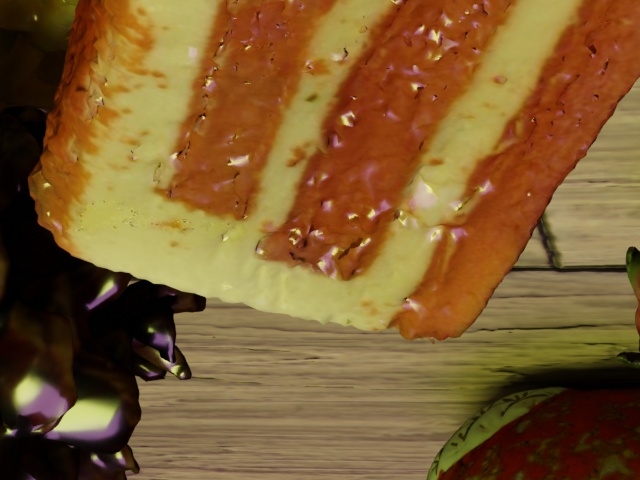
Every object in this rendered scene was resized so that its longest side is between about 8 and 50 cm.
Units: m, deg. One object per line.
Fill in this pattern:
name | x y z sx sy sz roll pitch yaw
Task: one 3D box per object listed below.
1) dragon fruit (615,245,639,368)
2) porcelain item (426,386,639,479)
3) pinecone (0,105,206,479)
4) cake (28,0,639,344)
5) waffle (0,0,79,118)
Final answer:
dragon fruit | 0.240 0.030 0.789 0.235 0.137 0.135 1 140 12
porcelain item | 0.184 0.167 1.039 0.253 0.253 0.253 6 153 3
pinecone | -0.182 0.032 0.684 0.272 0.224 0.224 10 155 -23
cake | 0.005 -0.050 0.547 0.158 0.160 0.262 12 -178 -9
waffle | -0.206 -0.075 0.777 0.329 0.062 0.329 4 153 2
